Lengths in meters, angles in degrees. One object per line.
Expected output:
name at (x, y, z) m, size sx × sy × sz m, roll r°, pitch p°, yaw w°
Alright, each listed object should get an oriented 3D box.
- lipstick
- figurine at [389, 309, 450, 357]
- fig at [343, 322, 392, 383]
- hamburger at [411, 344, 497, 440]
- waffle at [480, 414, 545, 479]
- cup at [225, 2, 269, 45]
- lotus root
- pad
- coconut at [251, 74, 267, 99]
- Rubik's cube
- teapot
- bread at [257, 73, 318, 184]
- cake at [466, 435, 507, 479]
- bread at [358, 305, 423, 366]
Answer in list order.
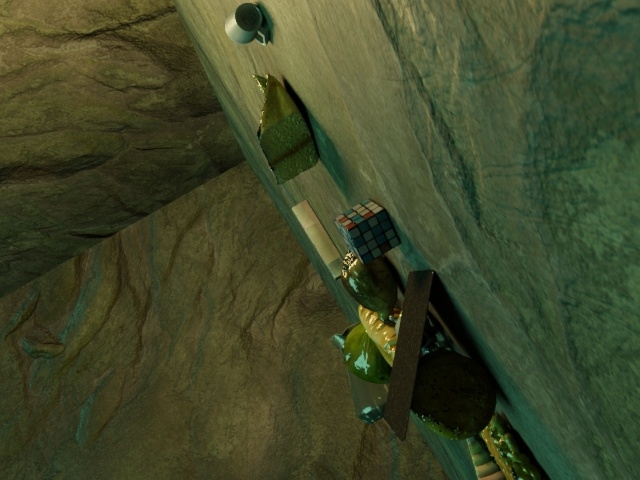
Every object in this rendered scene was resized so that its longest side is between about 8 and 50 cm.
lipstick at (0.000, 0.000, 2.379) m, size 0.317 × 0.068 × 0.066 m, roll 58°, pitch 175°, yaw 10°
figurine at (0.241, 0.230, 1.432) m, size 0.197 × 0.093 × 0.147 m, roll 50°, pitch -166°, yaw 13°
fig at (0.179, 0.299, 1.940) m, size 0.206 × 0.206 × 0.274 m, roll -131°, pitch 41°, yaw -60°
hamburger at (0.251, 0.297, 1.249) m, size 0.113 × 0.177 × 0.185 m, roll 35°, pitch -142°, yaw -86°
waffle at (0.417, 0.477, 1.367) m, size 0.243 × 0.059 × 0.238 m, roll 60°, pitch 178°, yaw 20°
cup at (-0.156, -0.475, 1.402) m, size 0.104 × 0.074 × 0.116 m, roll 36°, pitch 176°, yaw -17°
lotus root at (0.130, 0.112, 1.586) m, size 0.214 × 0.138 × 0.138 m, roll 60°, pitch 174°, yaw -17°
pad at (0.177, 0.223, 1.283) m, size 0.220 × 0.004 × 0.330 m, roll 145°, pitch 136°, yaw -85°
coconut at (-0.139, -0.374, 1.703) m, size 0.133 × 0.055 × 0.158 m, roll -47°, pitch -55°, yaw -70°
Rubik's cube at (0.099, -0.020, 1.337) m, size 0.092 × 0.092 × 0.092 m, roll 62°, pitch 173°, yaw -24°
teapot at (0.208, 0.474, 2.337) m, size 0.300 × 0.253 × 0.343 m, roll 2°, pitch -121°, yaw -59°
bread at (-0.114, -0.284, 1.597) m, size 0.178 × 0.135 × 0.240 m, roll 57°, pitch 176°, yaw 26°
cake at (0.436, 0.618, 1.708) m, size 0.225 × 0.090 × 0.109 m, roll 56°, pitch 177°, yaw 38°
bread at (0.212, 0.267, 1.670) m, size 0.172 × 0.121 × 0.311 m, roll 57°, pitch 175°, yaw -21°
